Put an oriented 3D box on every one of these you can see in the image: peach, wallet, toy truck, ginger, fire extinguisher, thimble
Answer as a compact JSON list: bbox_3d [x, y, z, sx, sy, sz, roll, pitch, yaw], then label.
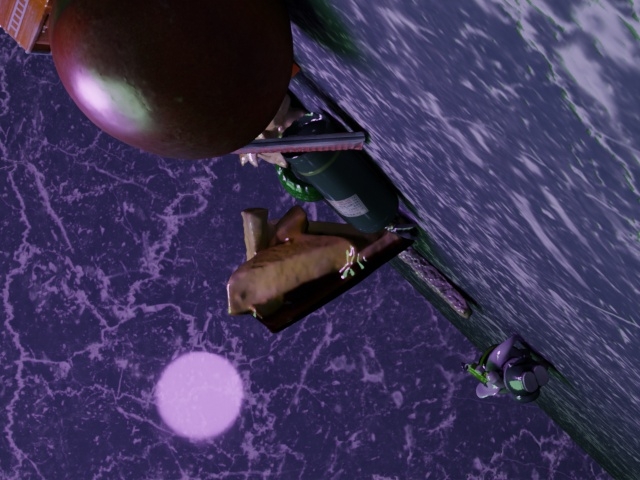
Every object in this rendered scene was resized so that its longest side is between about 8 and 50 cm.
[{"bbox_3d":[-0.146,-0.197,0.959,0.252,0.252,0.252,44,179,1],"label":"peach"},{"bbox_3d":[-0.037,-0.133,1.312,0.103,0.196,0.020,19,-113,-88],"label":"wallet"},{"bbox_3d":[-0.363,-0.374,1.538,0.136,0.162,0.305,42,-152,26],"label":"toy truck"},{"bbox_3d":[0.000,0.000,1.812,0.211,0.358,0.413,58,-152,6],"label":"ginger"},{"bbox_3d":[0.055,-0.084,1.507,0.118,0.093,0.294,6,152,44],"label":"fire extinguisher"},{"bbox_3d":[-0.024,-0.137,1.814,0.130,0.118,0.090,19,173,4],"label":"thimble"}]

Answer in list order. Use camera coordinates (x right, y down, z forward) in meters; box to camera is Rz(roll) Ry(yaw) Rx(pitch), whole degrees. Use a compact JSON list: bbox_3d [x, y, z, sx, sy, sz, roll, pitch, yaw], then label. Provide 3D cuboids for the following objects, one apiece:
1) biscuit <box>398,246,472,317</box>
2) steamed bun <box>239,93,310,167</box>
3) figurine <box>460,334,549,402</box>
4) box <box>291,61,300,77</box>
[{"bbox_3d":[0.262,0.095,2.120,0.290,0.038,0.141,45,-179,42],"label":"biscuit"},{"bbox_3d":[-0.155,-0.226,1.653,0.292,0.137,0.295,32,178,11],"label":"steamed bun"},{"bbox_3d":[0.374,0.258,1.883,0.126,0.147,0.192,59,163,-10],"label":"figurine"},{"bbox_3d":[-0.100,-0.271,1.291,0.152,0.048,0.100,42,-178,-10],"label":"box"}]
